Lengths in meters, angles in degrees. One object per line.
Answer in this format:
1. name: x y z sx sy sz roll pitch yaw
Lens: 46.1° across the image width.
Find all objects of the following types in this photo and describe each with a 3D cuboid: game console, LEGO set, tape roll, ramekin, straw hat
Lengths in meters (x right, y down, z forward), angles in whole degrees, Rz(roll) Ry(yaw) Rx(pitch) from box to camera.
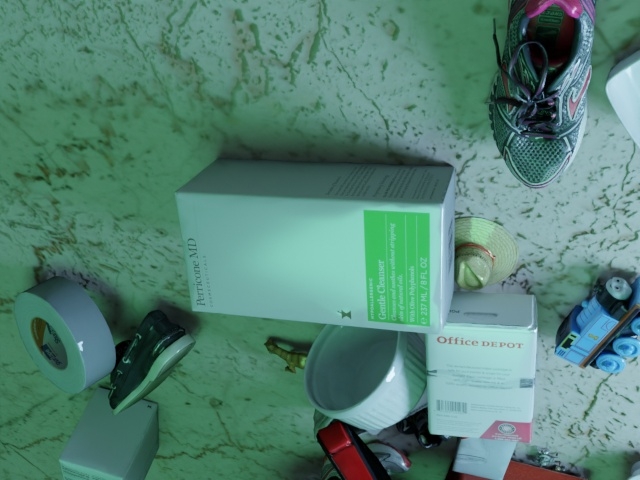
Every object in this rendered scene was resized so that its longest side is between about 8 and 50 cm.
1. game console: 0.128 0.493 1.292 0.060 0.342 0.386 -32 148 -1
2. LEGO set: 0.439 0.427 1.446 0.083 0.023 0.054 31 135 -11
3. tape roll: -0.489 0.181 1.435 0.219 0.072 0.219 21 125 32
4. ramekin: 0.082 0.212 1.238 0.207 0.207 0.109 -25 130 36
5. straw hat: 0.225 0.039 1.115 0.144 0.061 0.144 11 136 10

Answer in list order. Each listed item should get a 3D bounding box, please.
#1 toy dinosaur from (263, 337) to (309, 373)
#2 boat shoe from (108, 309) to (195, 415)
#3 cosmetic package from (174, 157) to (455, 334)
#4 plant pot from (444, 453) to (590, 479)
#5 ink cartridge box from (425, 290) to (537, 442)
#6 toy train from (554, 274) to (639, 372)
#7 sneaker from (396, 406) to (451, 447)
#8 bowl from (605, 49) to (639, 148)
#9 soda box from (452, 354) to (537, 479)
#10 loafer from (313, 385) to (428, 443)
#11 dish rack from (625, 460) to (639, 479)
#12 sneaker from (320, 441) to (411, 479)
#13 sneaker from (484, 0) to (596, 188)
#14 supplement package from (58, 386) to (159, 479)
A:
1. toy dinosaur: -0.007 0.227 1.381 0.211 0.064 0.112 3 132 17
2. boat shoe: -0.361 0.240 1.486 0.113 0.127 0.340 50 141 6
3. cosmetic package: 0.000 0.000 1.060 0.365 0.155 0.197 2 115 16
4. plant pot: 0.362 0.600 1.476 0.267 0.236 0.267 13 141 8
5. ink cartridge box: 0.242 0.188 1.134 0.158 0.092 0.218 2 122 14
6. toy train: 0.429 0.124 1.116 0.105 0.080 0.184 24 137 4
7. sneaker: 0.190 0.345 1.400 0.067 0.078 0.188 32 156 -14
8. bowl: 0.409 -0.173 0.847 0.142 0.053 0.142 -24 122 37
9. soda box: 0.304 0.310 1.331 0.098 0.091 0.286 11 135 9
10. loafer: 0.110 0.304 1.378 0.112 0.111 0.319 40 133 -20
11. dish rack: 0.708 0.507 1.395 0.285 0.072 0.333 1 133 20
12. sneaker: 0.095 0.490 1.581 0.225 0.093 0.088 -25 121 36
13. sneaker: 0.246 -0.178 0.858 0.120 0.112 0.299 3 134 17
14. supplement package: -0.470 0.480 1.698 0.149 0.194 0.203 15 135 4
